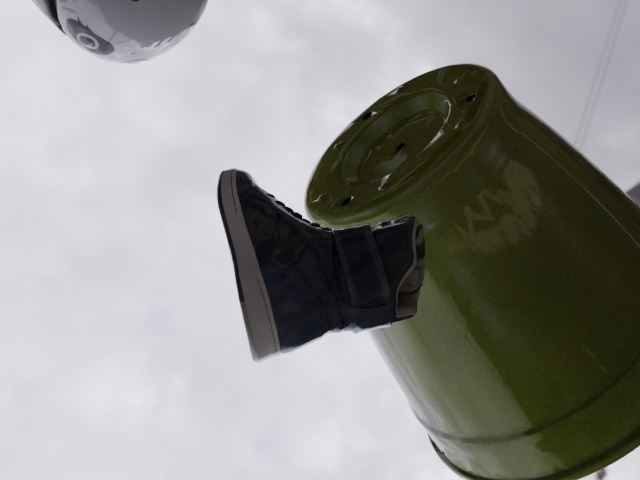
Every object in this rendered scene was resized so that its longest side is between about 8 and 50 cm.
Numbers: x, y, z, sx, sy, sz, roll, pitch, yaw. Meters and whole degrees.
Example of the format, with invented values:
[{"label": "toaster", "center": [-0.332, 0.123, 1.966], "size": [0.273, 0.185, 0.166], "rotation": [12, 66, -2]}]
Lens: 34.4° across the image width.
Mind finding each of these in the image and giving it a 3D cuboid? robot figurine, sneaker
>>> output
[{"label": "robot figurine", "center": [-0.229, -0.295, 1.035], "size": [0.209, 0.174, 0.278], "rotation": [-30, -121, -26]}, {"label": "sneaker", "center": [0.000, 0.002, 0.886], "size": [0.163, 0.086, 0.226], "rotation": [-15, -139, -4]}]

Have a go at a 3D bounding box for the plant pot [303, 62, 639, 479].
[{"label": "plant pot", "center": [0.176, 0.013, 1.114], "size": [0.353, 0.366, 0.366], "rotation": [50, -136, -25]}]
